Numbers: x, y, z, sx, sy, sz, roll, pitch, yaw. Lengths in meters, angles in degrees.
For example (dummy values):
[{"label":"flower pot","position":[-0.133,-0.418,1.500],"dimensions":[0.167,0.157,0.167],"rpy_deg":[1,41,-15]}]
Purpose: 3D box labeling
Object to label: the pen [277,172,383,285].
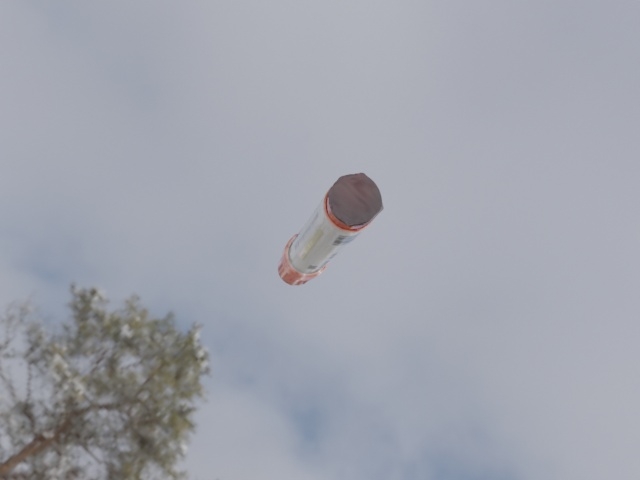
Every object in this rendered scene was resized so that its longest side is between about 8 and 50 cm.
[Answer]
[{"label":"pen","position":[0.000,0.000,0.604],"dimensions":[0.028,0.028,0.239],"rpy_deg":[43,-12,0]}]
